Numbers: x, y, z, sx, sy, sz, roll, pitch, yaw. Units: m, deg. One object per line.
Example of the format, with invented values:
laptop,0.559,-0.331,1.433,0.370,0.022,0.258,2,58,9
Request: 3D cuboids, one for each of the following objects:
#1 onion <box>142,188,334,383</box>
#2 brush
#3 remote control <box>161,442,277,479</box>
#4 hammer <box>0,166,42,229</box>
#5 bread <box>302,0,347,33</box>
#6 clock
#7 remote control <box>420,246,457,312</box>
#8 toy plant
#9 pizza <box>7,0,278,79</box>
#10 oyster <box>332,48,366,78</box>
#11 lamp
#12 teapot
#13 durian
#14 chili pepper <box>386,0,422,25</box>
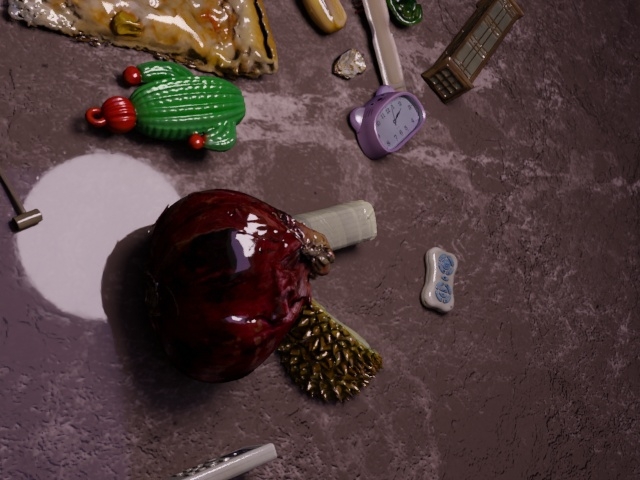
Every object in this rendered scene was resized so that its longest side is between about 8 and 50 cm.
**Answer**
onion,-0.135,0.064,1.003,0.281,0.221,0.281,4,73,-14
brush,0.107,-0.437,1.423,0.060,0.050,0.321,-19,95,-40
remote control,-0.159,0.327,0.990,0.190,0.087,0.029,-13,81,-36
hammer,-0.422,-0.069,0.963,0.035,0.019,0.110,-30,93,-37
bread,0.000,-0.445,1.338,0.115,0.056,0.082,58,34,-23
clock,0.131,-0.234,1.362,0.153,0.050,0.110,-44,110,-31
remote control,0.231,0.076,1.367,0.074,0.032,0.122,21,66,-29
toy plant,-0.233,-0.213,1.097,0.240,0.088,0.154,11,58,-21
pizza,-0.264,-0.480,1.153,0.435,0.080,0.392,8,72,-35
oyster,0.053,-0.339,1.369,0.083,0.019,0.054,-36,100,-38
lamp,0.341,-0.436,1.555,0.090,0.089,0.325,47,55,-14
teapot,0.000,0.000,1.206,0.200,0.077,0.107,-15,105,-37
durian,0.013,0.175,1.164,0.252,0.144,0.139,35,22,-15
chili pepper,0.138,-0.562,1.460,0.100,0.074,0.257,-23,97,-22
